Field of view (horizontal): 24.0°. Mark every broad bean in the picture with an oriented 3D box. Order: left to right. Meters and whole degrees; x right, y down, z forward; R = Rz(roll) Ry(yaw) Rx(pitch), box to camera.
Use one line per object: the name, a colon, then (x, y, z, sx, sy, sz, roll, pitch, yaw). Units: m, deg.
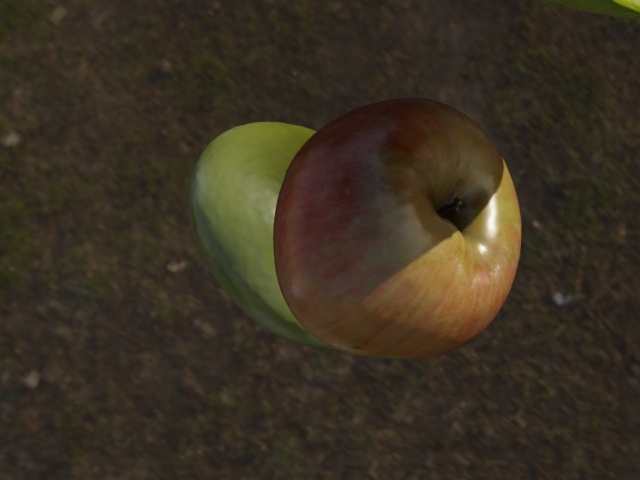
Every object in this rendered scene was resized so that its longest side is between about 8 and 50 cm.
broad bean: (0.001, 0.000, 1.484, 0.119, 0.291, 0.238, -43, 23, 47)

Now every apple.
apple: (0.059, -0.005, 1.190, 0.164, 0.209, 0.209, -21, 56, 51)

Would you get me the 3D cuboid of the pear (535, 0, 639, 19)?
pear: (0.137, -0.313, 0.978, 0.165, 0.399, 0.398, -5, 66, 38)
